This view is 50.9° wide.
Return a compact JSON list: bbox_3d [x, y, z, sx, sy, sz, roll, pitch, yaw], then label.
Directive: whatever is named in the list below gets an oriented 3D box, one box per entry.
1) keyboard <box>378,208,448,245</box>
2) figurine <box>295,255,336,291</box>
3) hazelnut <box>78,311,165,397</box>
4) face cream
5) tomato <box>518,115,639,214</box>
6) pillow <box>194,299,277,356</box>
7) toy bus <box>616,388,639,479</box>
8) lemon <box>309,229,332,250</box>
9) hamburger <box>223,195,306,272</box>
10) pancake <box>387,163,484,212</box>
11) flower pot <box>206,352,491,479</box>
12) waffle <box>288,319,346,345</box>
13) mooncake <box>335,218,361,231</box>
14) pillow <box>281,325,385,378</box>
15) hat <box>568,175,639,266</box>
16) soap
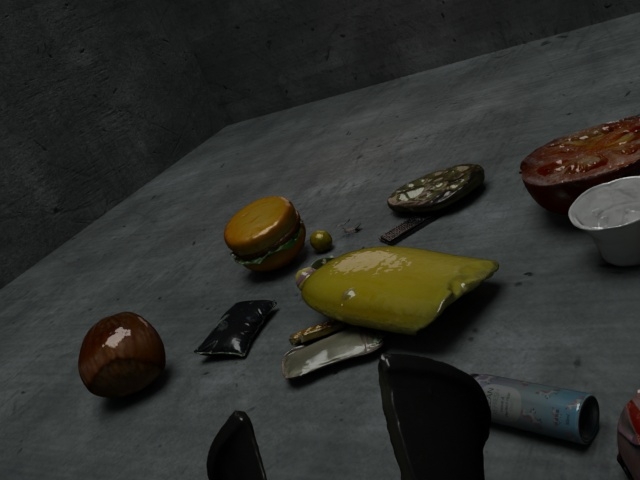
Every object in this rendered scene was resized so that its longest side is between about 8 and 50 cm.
[{"bbox_3d":[0.255,-0.045,1.846,0.196,0.015,0.074,-30,24,-15],"label":"keyboard"},{"bbox_3d":[-0.005,0.089,1.752,0.083,0.083,0.187,-12,12,26],"label":"figurine"},{"bbox_3d":[-0.482,0.276,1.619,0.214,0.176,0.215,-2,67,4],"label":"hazelnut"},{"bbox_3d":[0.306,0.254,1.043,0.229,0.075,0.075,0,32,47],"label":"face cream"},{"bbox_3d":[0.630,-0.148,1.532,0.338,0.144,0.338,-24,18,8],"label":"tomato"},{"bbox_3d":[-0.207,0.216,1.668,0.141,0.055,0.208,-3,30,25],"label":"pillow"},{"bbox_3d":[0.440,0.290,0.750,0.127,0.147,0.303,-15,24,6],"label":"toy bus"},{"bbox_3d":[0.000,0.000,1.936,0.062,0.062,0.083,-35,24,-25],"label":"lemon"},{"bbox_3d":[-0.152,-0.004,1.955,0.245,0.170,0.246,-21,34,15],"label":"hamburger"},{"bbox_3d":[0.339,-0.151,1.937,0.294,0.050,0.294,-23,16,7],"label":"pancake"},{"bbox_3d":[0.065,0.352,0.806,0.379,0.379,0.251,-22,43,4],"label":"flower pot"},{"bbox_3d":[-0.005,0.201,1.503,0.134,0.021,0.092,-21,0,5],"label":"waffle"},{"bbox_3d":[0.076,0.016,1.832,0.150,0.057,0.347,0,27,20],"label":"mooncake"},{"bbox_3d":[0.025,0.231,1.415,0.232,0.038,0.131,-21,19,4],"label":"pillow"},{"bbox_3d":[0.599,-0.028,1.320,0.203,0.126,0.203,-20,23,9],"label":"hat"},{"bbox_3d":[0.154,0.100,1.471,0.306,0.115,0.427,-33,28,-35],"label":"soap"}]
